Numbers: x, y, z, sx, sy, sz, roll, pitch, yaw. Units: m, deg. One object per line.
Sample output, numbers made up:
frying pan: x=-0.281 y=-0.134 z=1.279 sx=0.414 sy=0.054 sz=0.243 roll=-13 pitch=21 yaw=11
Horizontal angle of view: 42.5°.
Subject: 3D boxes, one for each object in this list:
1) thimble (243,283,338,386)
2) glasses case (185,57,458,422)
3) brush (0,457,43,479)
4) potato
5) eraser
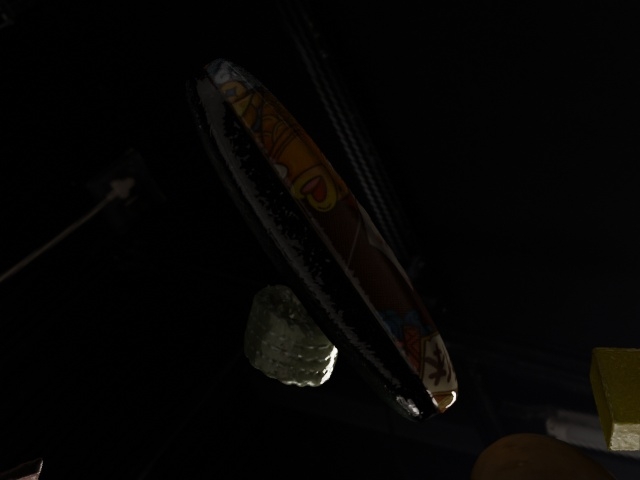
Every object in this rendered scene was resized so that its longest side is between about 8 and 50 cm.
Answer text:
thimble: x=-0.027 y=0.086 z=0.770 sx=0.110 sy=0.084 sz=0.062 roll=-132 pitch=-124 yaw=-63
glasses case: x=0.000 y=0.000 z=0.642 sx=0.321 sy=0.082 sz=0.122 roll=56 pitch=-4 yaw=2
brush: x=-0.307 y=0.192 z=0.487 sx=0.071 sy=0.301 sz=0.084 roll=48 pitch=-49 yaw=23
potato: x=0.180 y=0.233 z=0.596 sx=0.146 sy=0.234 sz=0.150 roll=-1 pitch=-72 yaw=10
eraser: x=0.326 y=0.149 z=0.781 sx=0.122 sy=0.097 sz=0.045 roll=0 pitch=-53 yaw=6
